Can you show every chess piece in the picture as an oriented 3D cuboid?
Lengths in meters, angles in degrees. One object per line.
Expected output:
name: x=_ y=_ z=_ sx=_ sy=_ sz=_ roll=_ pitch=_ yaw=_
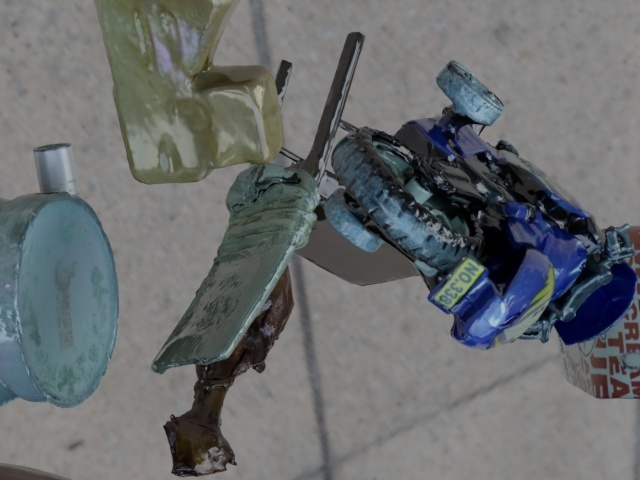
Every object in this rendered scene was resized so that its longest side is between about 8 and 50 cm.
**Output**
chess piece: x=-0.108 y=-0.183 z=1.149 sx=0.137 sy=0.137 sz=0.301 roll=-17 pitch=115 yaw=-22

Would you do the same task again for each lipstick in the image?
lipstick: x=-0.254 y=-0.025 z=1.606 sx=0.040 sy=0.040 sz=0.141 roll=-14 pitch=103 yaw=-24

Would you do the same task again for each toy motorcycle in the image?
toy motorcycle: x=0.100 y=-0.004 z=0.916 sx=0.113 sy=0.169 sz=0.315 roll=-47 pitch=171 yaw=16

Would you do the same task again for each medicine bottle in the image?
medicine bottle: x=-0.360 y=0.061 z=1.522 sx=0.290 sy=0.245 sz=0.245 roll=-1 pitch=139 yaw=19

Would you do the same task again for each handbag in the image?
handbag: x=0.323 y=0.069 z=1.671 sx=0.151 sy=0.298 sz=0.171 roll=-10 pitch=88 yaw=2

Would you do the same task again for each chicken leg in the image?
chicken leg: x=-0.110 y=0.133 z=1.788 sx=0.113 sy=0.304 sz=0.093 roll=32 pitch=142 yaw=-16

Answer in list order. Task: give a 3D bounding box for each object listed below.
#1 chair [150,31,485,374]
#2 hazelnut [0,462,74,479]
chair: x=0.000 y=0.000 z=1.415 sx=0.186 sy=0.160 sz=0.319 roll=29 pitch=69 yaw=-25
hazelnut: x=-0.324 y=0.427 z=1.739 sx=0.421 sy=0.421 sz=0.353 roll=0 pitch=105 yaw=-34
